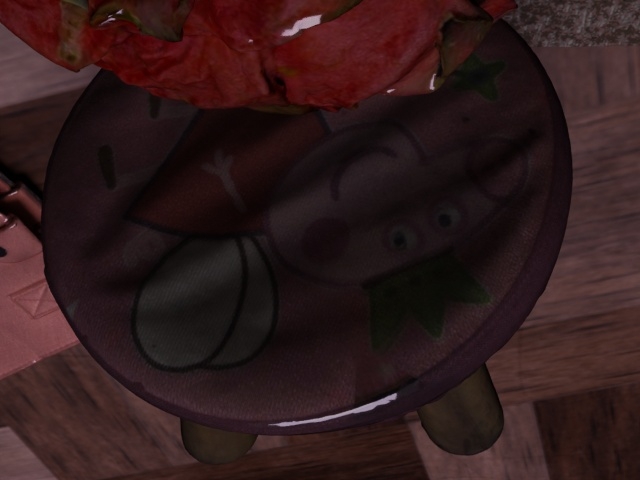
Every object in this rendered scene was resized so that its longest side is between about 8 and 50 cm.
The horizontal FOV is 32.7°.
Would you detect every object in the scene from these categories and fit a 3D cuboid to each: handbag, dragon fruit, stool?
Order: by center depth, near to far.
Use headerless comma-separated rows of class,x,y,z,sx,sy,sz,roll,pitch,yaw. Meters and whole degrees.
dragon fruit,-0.016,-0.159,0.432,0.298,0.244,0.244,-5,141,-23
stool,0.000,0.000,0.610,0.272,0.272,0.178,-8,151,5
handbag,-0.251,0.010,0.738,0.157,0.059,0.212,-21,135,19

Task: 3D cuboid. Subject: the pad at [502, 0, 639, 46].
pad,0.188,-0.170,0.604,0.234,0.003,0.158,-1,138,-2
